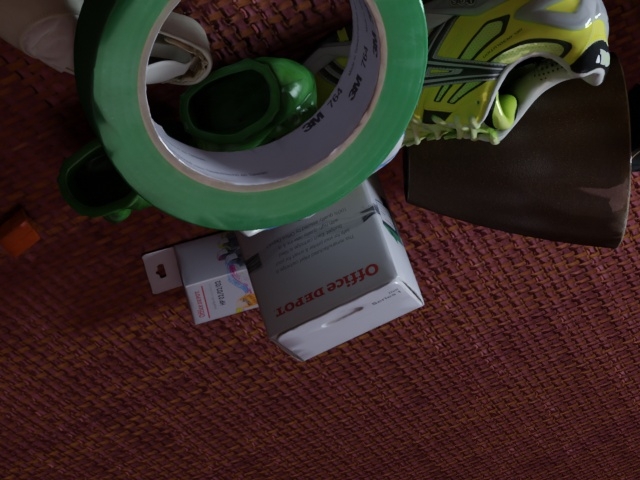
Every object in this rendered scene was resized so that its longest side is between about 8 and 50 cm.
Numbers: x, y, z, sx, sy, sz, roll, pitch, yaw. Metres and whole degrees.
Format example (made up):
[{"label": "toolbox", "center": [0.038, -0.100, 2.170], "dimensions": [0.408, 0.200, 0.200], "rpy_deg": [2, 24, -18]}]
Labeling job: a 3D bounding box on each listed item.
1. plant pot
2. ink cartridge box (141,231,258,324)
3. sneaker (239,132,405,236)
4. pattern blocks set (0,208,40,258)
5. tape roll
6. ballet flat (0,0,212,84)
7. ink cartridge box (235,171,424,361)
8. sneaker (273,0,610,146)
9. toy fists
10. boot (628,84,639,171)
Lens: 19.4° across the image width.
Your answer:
[{"label": "plant pot", "center": [0.207, -0.095, 2.045], "dimensions": [0.230, 0.215, 0.215], "rpy_deg": [-2, 150, -1]}, {"label": "ink cartridge box", "center": [-0.112, 0.040, 2.212], "dimensions": [0.181, 0.061, 0.104], "rpy_deg": [-16, 151, -4]}, {"label": "sneaker", "center": [-0.003, -0.067, 1.905], "dimensions": [0.085, 0.086, 0.237], "rpy_deg": [40, 135, -22]}, {"label": "pattern blocks set", "center": [-0.444, 0.003, 1.992], "dimensions": [0.285, 0.026, 0.325], "rpy_deg": [0, 146, -31]}, {"label": "tape roll", "center": [-0.062, -0.167, 1.714], "dimensions": [0.321, 0.077, 0.321], "rpy_deg": [-10, 121, -16]}, {"label": "ballet flat", "center": [-0.206, -0.188, 1.741], "dimensions": [0.248, 0.086, 0.086], "rpy_deg": [6, 143, -37]}, {"label": "ink cartridge box", "center": [0.000, 0.000, 2.042], "dimensions": [0.160, 0.219, 0.092], "rpy_deg": [-25, 150, 13]}, {"label": "sneaker", "center": [0.116, -0.159, 1.909], "dimensions": [0.385, 0.147, 0.145], "rpy_deg": [-28, 152, 23]}, {"label": "toy fists", "center": [-0.129, -0.100, 1.892], "dimensions": [0.279, 0.096, 0.142], "rpy_deg": [-29, -179, 16]}, {"label": "boot", "center": [0.415, -0.136, 2.216], "dimensions": [0.137, 0.077, 0.198], "rpy_deg": [-2, 161, -35]}]
